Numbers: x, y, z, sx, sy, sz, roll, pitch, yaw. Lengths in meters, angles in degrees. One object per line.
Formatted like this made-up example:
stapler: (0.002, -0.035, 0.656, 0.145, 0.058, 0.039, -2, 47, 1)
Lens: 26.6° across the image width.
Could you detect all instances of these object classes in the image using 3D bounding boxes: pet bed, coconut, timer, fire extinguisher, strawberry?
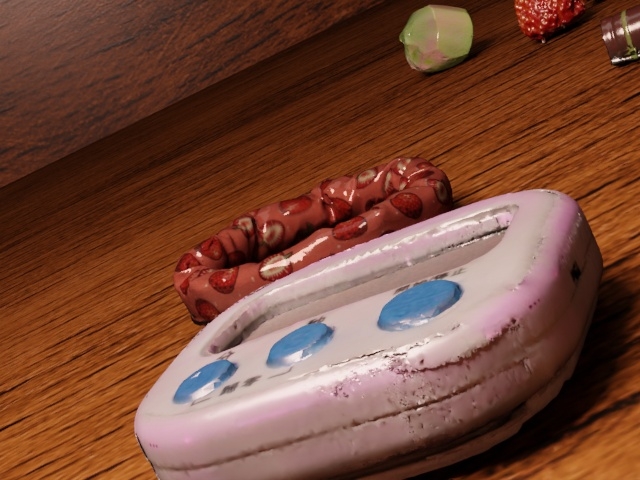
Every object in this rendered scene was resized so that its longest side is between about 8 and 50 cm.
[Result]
pet bed: (0.000, 0.000, 0.918, 0.201, 0.053, 0.201, -19, 13, 5)
coconut: (0.130, -0.231, 1.554, 0.081, 0.082, 0.083, -4, 48, -19)
timer: (0.026, 0.049, 0.623, 0.209, 0.069, 0.191, -21, 13, 24)
fire extinguisher: (0.306, -0.186, 1.098, 0.158, 0.043, 0.064, -19, 44, 31)
strawberry: (0.235, -0.252, 1.425, 0.073, 0.083, 0.073, -33, 12, 8)
